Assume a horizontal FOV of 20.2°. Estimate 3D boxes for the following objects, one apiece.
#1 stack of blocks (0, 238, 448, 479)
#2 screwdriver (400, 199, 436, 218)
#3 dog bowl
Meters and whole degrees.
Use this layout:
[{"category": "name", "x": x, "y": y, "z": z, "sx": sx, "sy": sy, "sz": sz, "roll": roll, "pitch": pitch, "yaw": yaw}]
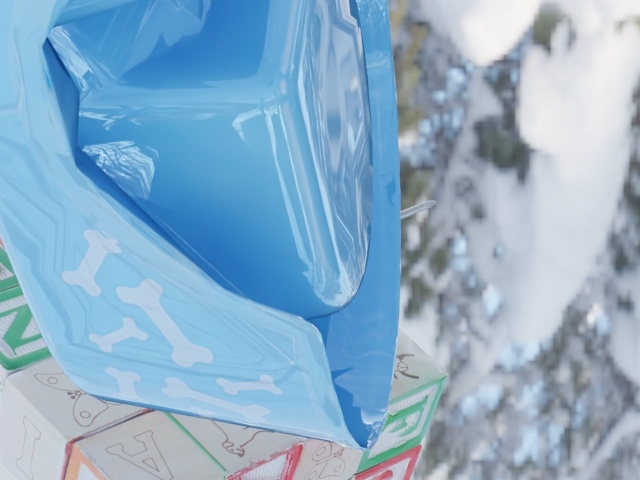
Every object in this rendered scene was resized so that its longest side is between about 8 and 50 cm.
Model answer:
[{"category": "stack of blocks", "x": -0.110, "y": 0.026, "z": 0.808, "sx": 0.171, "sy": 0.087, "sz": 0.297, "roll": -20, "pitch": -130, "yaw": -39}, {"category": "screwdriver", "x": 0.000, "y": 0.000, "z": 1.032, "sx": 0.170, "sy": 0.025, "sz": 0.024, "roll": -27, "pitch": 155, "yaw": 37}, {"category": "dog bowl", "x": -0.037, "y": -0.075, "z": 0.413, "sx": 0.074, "sy": 0.297, "sz": 0.166, "roll": -4, "pitch": -136, "yaw": 11}]
